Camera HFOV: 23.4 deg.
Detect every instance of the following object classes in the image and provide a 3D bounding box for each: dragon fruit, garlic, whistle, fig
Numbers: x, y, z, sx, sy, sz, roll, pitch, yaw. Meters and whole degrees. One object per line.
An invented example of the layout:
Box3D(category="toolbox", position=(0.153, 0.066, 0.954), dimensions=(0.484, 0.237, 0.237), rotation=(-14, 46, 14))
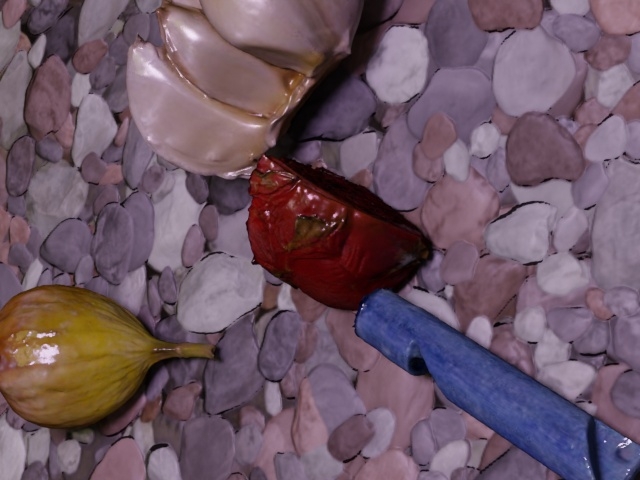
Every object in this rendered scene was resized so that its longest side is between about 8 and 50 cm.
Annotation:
Box3D(category="dragon fruit", position=(-0.001, 0.002, 1.451), dimensions=(0.120, 0.161, 0.127), rotation=(-59, 41, 9))
Box3D(category="garlic", position=(-0.079, -0.217, 1.539), dimensions=(0.281, 0.203, 0.185), rotation=(-50, 12, 36))
Box3D(category="whistle", position=(0.152, 0.132, 1.354), dimensions=(0.304, 0.062, 0.062), rotation=(33, 100, 38))
Box3D(category="fig", position=(-0.226, 0.119, 1.625), dimensions=(0.257, 0.159, 0.159), rotation=(-2, 78, 21))
